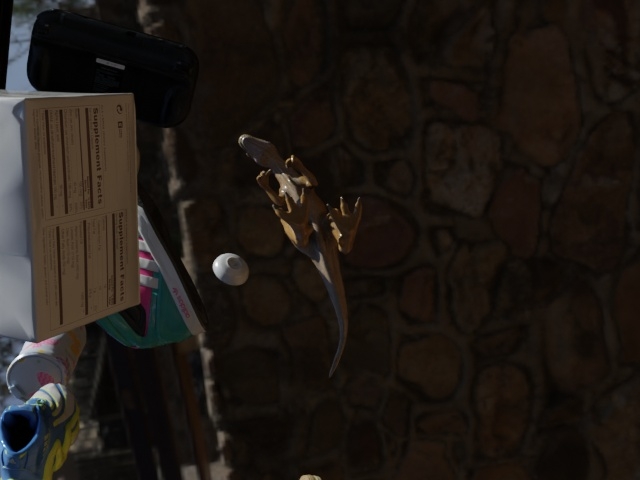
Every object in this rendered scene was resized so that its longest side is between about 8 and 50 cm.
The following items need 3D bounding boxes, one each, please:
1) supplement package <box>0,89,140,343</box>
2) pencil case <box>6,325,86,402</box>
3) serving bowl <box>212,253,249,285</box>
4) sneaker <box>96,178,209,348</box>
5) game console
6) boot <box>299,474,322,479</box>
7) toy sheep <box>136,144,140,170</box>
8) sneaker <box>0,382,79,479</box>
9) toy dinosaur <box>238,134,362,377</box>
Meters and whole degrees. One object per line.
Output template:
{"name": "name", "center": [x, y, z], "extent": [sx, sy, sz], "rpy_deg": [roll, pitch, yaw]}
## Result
{"name": "supplement package", "center": [-0.315, -0.036, 0.828], "extent": [0.145, 0.262, 0.204], "rpy_deg": [-22, -64, -62]}
{"name": "pencil case", "center": [-0.563, 0.233, 1.858], "extent": [0.273, 0.124, 0.113], "rpy_deg": [-113, 6, -73]}
{"name": "serving bowl", "center": [-0.194, 0.059, 1.990], "extent": [0.083, 0.083, 0.027], "rpy_deg": [-102, 32, -41]}
{"name": "sneaker", "center": [-0.311, 0.042, 1.394], "extent": [0.295, 0.178, 0.124], "rpy_deg": [64, 180, 7]}
{"name": "game console", "center": [-0.329, -0.211, 1.071], "extent": [0.044, 0.361, 0.213], "rpy_deg": [-78, 5, -62]}
{"name": "boot", "center": [-0.114, 0.529, 1.647], "extent": [0.095, 0.203, 0.262], "rpy_deg": [-36, 30, 63]}
{"name": "toy sheep", "center": [-0.232, -0.083, 0.956], "extent": [0.132, 0.091, 0.091], "rpy_deg": [11, 113, 48]}
{"name": "sneaker", "center": [-0.397, 0.259, 1.278], "extent": [0.240, 0.091, 0.126], "rpy_deg": [-97, 12, -58]}
{"name": "toy dinosaur", "center": [0.000, 0.000, 0.721], "extent": [0.112, 0.064, 0.211], "rpy_deg": [121, 128, -79]}
